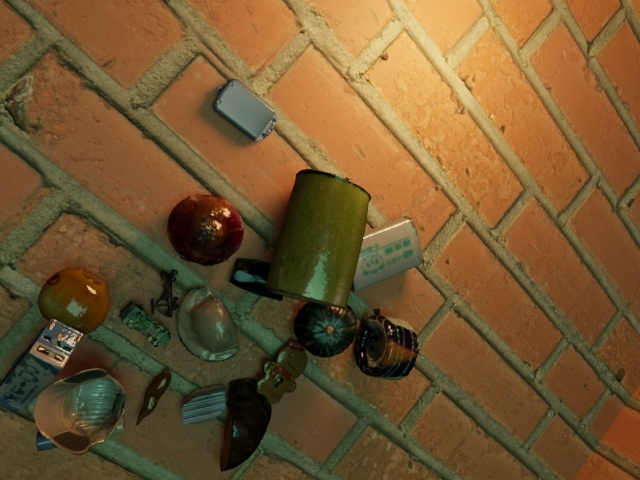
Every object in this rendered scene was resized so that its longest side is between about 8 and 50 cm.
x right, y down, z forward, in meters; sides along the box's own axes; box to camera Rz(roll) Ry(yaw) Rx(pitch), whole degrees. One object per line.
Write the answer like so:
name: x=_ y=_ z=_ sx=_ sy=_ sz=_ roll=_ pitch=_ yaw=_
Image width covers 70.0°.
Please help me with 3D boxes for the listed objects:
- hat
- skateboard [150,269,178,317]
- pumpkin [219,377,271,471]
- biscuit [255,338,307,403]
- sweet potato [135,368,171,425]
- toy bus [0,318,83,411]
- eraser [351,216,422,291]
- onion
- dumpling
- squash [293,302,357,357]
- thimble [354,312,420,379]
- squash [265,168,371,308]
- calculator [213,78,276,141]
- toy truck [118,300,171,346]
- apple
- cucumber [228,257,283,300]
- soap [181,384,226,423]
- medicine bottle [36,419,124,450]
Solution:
hat: x=-0.679 y=0.466 z=1.280 sx=0.161 sy=0.275 sz=0.231 roll=-2 pitch=74 yaw=16
skateboard: x=-0.480 y=0.167 z=1.405 sx=0.080 sy=0.067 sz=0.151 roll=0 pitch=103 yaw=-12
pumpkin: x=-0.237 y=0.641 z=1.538 sx=0.170 sy=0.148 sz=0.311 roll=7 pitch=99 yaw=-20
biscuit: x=-0.124 y=0.453 z=1.586 sx=0.225 sy=0.036 sz=0.166 roll=-47 pitch=116 yaw=-21
sweet potato: x=-0.529 y=0.495 z=1.440 sx=0.056 sy=0.056 sz=0.194 roll=31 pitch=79 yaw=-23
toy bus: x=-0.755 y=0.335 z=1.217 sx=0.106 sy=0.131 sz=0.297 roll=37 pitch=119 yaw=-23
eraser: x=0.212 y=0.046 z=1.634 sx=0.290 sy=0.104 sz=0.189 roll=-21 pitch=110 yaw=-17
onion: x=-0.336 y=-0.025 z=1.371 sx=0.230 sy=0.163 sz=0.229 roll=-8 pitch=106 yaw=-28
dumpling: x=-0.360 y=0.272 z=1.431 sx=0.173 sy=0.142 sz=0.247 roll=-28 pitch=86 yaw=-12
squash: x=0.016 y=0.292 z=1.559 sx=0.218 sy=0.172 sz=0.217 roll=-3 pitch=102 yaw=-14
thimble: x=0.231 y=0.376 z=1.642 sx=0.150 sy=0.237 sz=0.237 roll=18 pitch=92 yaw=-28
squash: x=0.000 y=0.000 z=1.419 sx=0.263 sy=0.263 sz=0.383 roll=19 pitch=80 yaw=-23
calculator: x=-0.232 y=-0.402 z=1.411 sx=0.210 sy=0.039 sz=0.121 roll=35 pitch=84 yaw=-23
toy truck: x=-0.532 y=0.255 z=1.400 sx=0.067 sy=0.081 sz=0.175 roll=-45 pitch=130 yaw=-8
apple: x=-0.675 y=0.165 z=1.265 sx=0.182 sy=0.182 sz=0.155 roll=36 pitch=76 yaw=-23
cucumber: x=-0.196 y=0.128 z=1.502 sx=0.193 sy=0.086 sz=0.115 roll=19 pitch=94 yaw=-17
soap: x=-0.388 y=0.543 z=1.506 sx=0.149 sy=0.056 sz=0.100 roll=-7 pitch=100 yaw=-21
medicine bottle: x=-0.720 y=0.580 z=1.379 sx=0.231 sy=0.059 sz=0.059 roll=-5 pitch=101 yaw=-21
